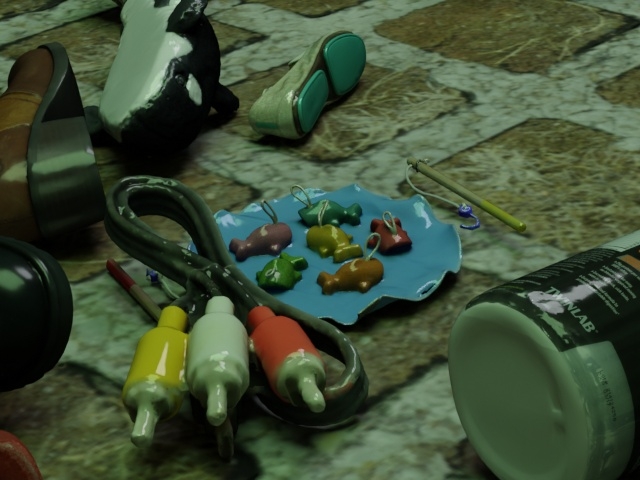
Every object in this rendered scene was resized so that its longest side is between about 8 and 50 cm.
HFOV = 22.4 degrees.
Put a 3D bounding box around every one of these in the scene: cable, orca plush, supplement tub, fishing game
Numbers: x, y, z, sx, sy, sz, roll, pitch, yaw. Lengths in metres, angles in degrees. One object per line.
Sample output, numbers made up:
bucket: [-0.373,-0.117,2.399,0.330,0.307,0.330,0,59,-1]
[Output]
cable: [-0.057,0.026,0.957,0.139,0.072,0.287,-8,37,-9]
orca plush: [-0.121,-0.126,1.325,0.151,0.102,0.287,-52,22,2]
supplement tub: [0.172,0.055,0.859,0.190,0.117,0.117,-19,31,-31]
fishing game: [0.000,0.000,1.070,0.264,0.041,0.189,-17,30,-22]

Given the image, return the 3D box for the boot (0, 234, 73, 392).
boot: [-0.289,0.043,0.875,0.246,0.094,0.207,4,4,28]

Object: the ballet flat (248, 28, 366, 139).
ballet flat: [-0.013,-0.132,1.324,0.052,0.057,0.168,-2,24,24]

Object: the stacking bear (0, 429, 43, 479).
stacking bear: [-0.217,0.122,0.715,0.175,0.164,0.289,-14,17,-14]

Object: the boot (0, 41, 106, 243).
boot: [-0.306,-0.047,1.177,0.280,0.096,0.264,-14,35,-7]

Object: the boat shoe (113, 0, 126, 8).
boat shoe: [-0.113,-0.309,1.627,0.091,0.109,0.305,22,39,32]
